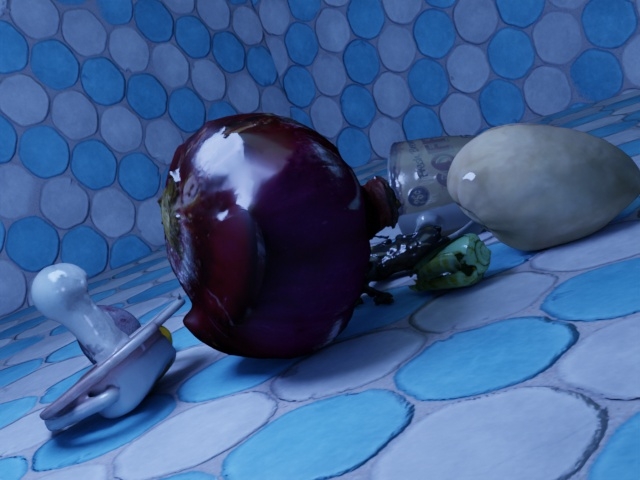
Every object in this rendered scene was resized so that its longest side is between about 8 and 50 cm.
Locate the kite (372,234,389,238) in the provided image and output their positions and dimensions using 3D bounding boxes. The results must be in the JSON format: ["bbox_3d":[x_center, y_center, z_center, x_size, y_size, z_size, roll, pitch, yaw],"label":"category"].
[{"bbox_3d":[0.000,0.002,1.884,0.310,0.015,0.169,-17,-32,13],"label":"kite"}]

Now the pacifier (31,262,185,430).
[{"bbox_3d":[-0.344,0.168,1.279,0.220,0.273,0.332,-1,12,8],"label":"pacifier"}]

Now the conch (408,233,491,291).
[{"bbox_3d":[0.202,0.048,1.287,0.170,0.079,0.106,-27,0,41],"label":"conch"}]

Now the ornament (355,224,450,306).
[{"bbox_3d":[0.128,0.050,1.416,0.202,0.080,0.236,-19,6,19],"label":"ornament"}]

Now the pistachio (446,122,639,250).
[{"bbox_3d":[0.375,-0.096,1.346,0.318,0.214,0.193,-7,8,2],"label":"pistachio"}]

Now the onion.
[{"bbox_3d":[-0.029,-0.007,1.252,0.420,0.398,0.398,-4,-1,-33],"label":"onion"}]

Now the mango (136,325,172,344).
[{"bbox_3d":[-0.327,0.204,1.500,0.079,0.057,0.114,17,42,15],"label":"mango"}]

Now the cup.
[{"bbox_3d":[0.282,-0.093,1.614,0.257,0.227,0.301,-11,40,23],"label":"cup"}]

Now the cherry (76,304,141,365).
[{"bbox_3d":[-0.411,0.169,1.575,0.188,0.148,0.115,-73,7,-51],"label":"cherry"}]
